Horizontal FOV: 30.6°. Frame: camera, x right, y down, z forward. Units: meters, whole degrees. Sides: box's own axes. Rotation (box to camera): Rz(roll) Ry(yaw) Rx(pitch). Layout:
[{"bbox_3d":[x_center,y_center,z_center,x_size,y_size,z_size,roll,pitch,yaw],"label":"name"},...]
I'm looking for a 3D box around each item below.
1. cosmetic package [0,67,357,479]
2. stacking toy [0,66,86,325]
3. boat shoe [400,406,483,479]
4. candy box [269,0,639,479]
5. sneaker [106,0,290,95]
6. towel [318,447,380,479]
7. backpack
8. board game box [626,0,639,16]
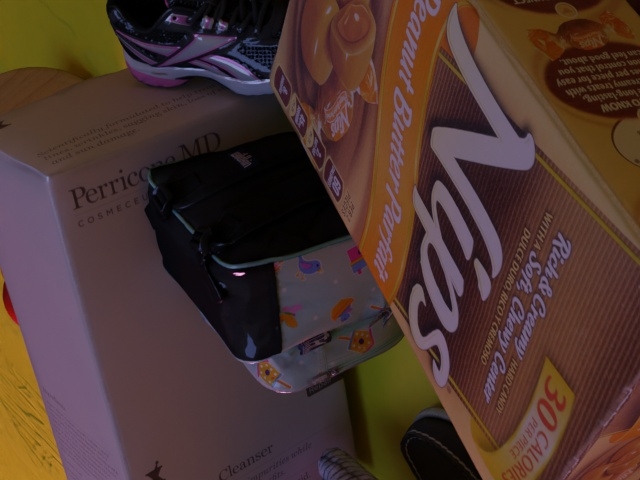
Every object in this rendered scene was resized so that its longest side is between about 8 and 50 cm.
[{"bbox_3d":[-0.114,0.063,0.935,0.156,0.217,0.385,27,136,46],"label":"cosmetic package"},{"bbox_3d":[-0.279,-0.011,1.169,0.141,0.141,0.330,44,146,21],"label":"stacking toy"},{"bbox_3d":[0.137,0.221,0.871,0.228,0.068,0.081,45,143,20],"label":"boat shoe"},{"bbox_3d":[0.084,-0.042,0.573,0.316,0.087,0.183,63,151,32],"label":"candy box"},{"bbox_3d":[-0.074,-0.148,0.807,0.178,0.072,0.077,-2,148,24],"label":"sneaker"},{"bbox_3d":[0.079,0.302,0.856,0.284,0.121,0.235,49,171,-9],"label":"towel"},{"bbox_3d":[0.000,0.000,0.779,0.166,0.188,0.144,40,150,52],"label":"backpack"},{"bbox_3d":[0.116,-0.177,0.633,0.347,0.056,0.208,38,136,27],"label":"board game box"}]
